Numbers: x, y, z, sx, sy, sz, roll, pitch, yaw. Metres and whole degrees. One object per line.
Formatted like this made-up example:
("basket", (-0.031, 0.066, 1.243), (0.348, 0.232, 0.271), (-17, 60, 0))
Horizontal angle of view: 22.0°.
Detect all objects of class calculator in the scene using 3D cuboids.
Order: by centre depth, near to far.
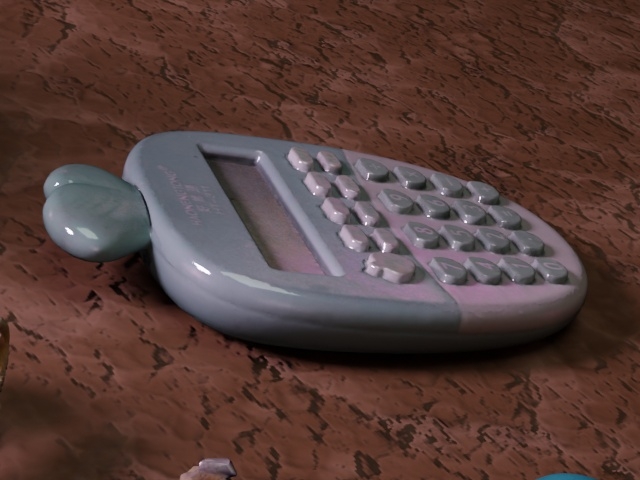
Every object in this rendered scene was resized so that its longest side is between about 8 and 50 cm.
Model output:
("calculator", (0.000, 0.000, 0.839), (0.295, 0.042, 0.184), (5, 27, -24))

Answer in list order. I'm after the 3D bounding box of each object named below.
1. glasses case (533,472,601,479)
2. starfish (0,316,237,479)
("glasses case", (0.084, 0.181, 0.492), (0.117, 0.070, 0.301), (18, 25, 6))
("starfish", (-0.149, 0.105, 0.548), (0.295, 0.048, 0.231), (24, 38, 23))
